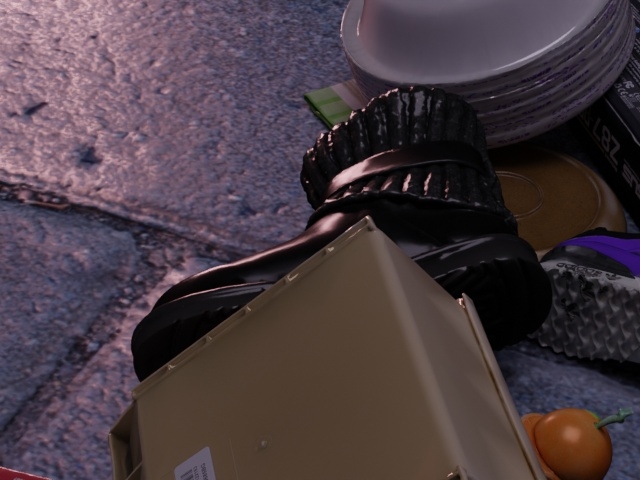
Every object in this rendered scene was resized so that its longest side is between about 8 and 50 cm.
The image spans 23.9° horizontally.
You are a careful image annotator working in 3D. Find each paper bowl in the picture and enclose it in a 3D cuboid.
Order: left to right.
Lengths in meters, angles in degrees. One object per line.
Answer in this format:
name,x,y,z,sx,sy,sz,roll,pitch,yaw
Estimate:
paper bowl,0.158,-0.230,1.489,0.284,0.148,0.284,-14,39,11

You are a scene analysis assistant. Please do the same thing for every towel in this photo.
towel,0.073,-0.139,1.572,0.152,0.023,0.113,-17,38,-19

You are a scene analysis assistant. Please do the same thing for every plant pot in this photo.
plant pot,0.170,-0.033,1.417,0.236,0.032,0.236,1,37,-1

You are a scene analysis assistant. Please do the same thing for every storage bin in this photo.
storage bin,-0.002,0.162,0.992,0.260,0.123,0.262,-37,36,15

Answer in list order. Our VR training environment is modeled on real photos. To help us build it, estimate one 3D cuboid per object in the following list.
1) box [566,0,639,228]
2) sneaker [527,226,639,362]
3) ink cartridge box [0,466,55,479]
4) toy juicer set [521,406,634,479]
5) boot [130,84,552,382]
box,0.408,-0.159,1.539,0.318,0.097,0.395,-11,38,-11
sneaker,0.318,0.052,1.242,0.293,0.102,0.146,21,38,29
ink cartridge box,-0.254,0.234,1.017,0.127,0.072,0.175,11,38,13
toy juicer set,0.117,0.223,0.971,0.209,0.089,0.329,25,61,39
boot,0.001,0.003,1.267,0.347,0.131,0.260,-10,41,-9
